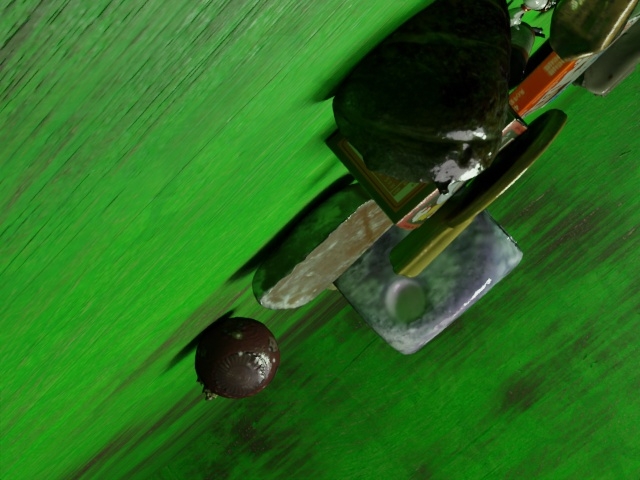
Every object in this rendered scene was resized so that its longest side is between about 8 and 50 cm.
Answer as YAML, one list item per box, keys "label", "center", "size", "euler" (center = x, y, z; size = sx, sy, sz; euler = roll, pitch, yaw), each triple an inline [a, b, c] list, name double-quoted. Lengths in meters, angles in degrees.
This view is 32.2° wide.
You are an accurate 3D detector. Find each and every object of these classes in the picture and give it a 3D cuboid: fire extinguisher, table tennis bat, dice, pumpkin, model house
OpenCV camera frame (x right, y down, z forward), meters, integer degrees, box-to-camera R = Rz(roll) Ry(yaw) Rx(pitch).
- label: "fire extinguisher"
  center: [0.265, -0.259, 1.493]
  size: [0.177, 0.062, 0.050]
  euler: [-59, 155, -56]
- label: "table tennis bat"
  center: [0.206, -0.057, 1.468]
  size: [0.321, 0.050, 0.198]
  euler: [-44, -176, 31]
- label: "dice"
  center: [0.164, 0.014, 1.900]
  size: [0.271, 0.270, 0.270]
  euler: [-42, 173, 8]
- label: "pumpkin"
  center: [0.159, -0.170, 1.181]
  size: [0.278, 0.163, 0.111]
  euler: [-34, 166, -30]
- label: "model house"
  center: [0.599, -0.391, 2.290]
  size: [0.229, 0.122, 0.188]
  euler: [-45, 177, -2]

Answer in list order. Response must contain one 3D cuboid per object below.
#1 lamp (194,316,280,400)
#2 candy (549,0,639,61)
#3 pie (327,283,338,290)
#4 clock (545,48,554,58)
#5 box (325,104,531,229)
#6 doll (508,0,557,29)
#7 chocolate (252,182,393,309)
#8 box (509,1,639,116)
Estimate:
- label: "lamp"
  center: [-0.153, 0.205, 2.008]
  size: [0.157, 0.156, 0.135]
  euler: [-9, -149, -6]
- label: "candy"
  center: [0.427, -0.374, 1.612]
  size: [0.143, 0.101, 0.271]
  euler: [-43, 170, -36]
- label: "pie"
  center: [0.125, 0.012, 2.478]
  size: [0.337, 0.075, 0.337]
  euler: [-39, 173, -6]
- label: "clock"
  center: [0.468, -0.373, 2.127]
  size: [0.085, 0.017, 0.085]
  euler: [-40, 173, -6]
- label: "box"
  center: [0.140, -0.130, 1.391]
  size: [0.195, 0.148, 0.177]
  euler: [-42, 172, 13]
- label: "doll"
  center: [0.267, -0.301, 1.444]
  size: [0.058, 0.040, 0.085]
  euler: [-14, 152, -45]
- label: "chocolate"
  center: [-0.002, -0.001, 1.722]
  size: [0.254, 0.080, 0.157]
  euler: [-44, 157, 19]
- label: "box"
  center: [0.465, -0.333, 2.089]
  size: [0.265, 0.048, 0.273]
  euler: [-33, 169, -49]
